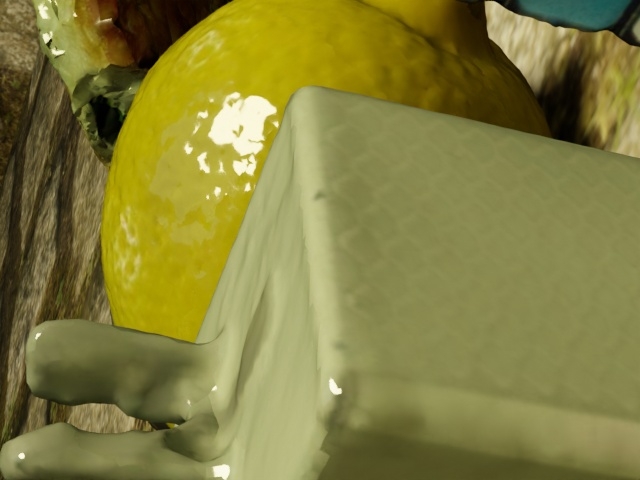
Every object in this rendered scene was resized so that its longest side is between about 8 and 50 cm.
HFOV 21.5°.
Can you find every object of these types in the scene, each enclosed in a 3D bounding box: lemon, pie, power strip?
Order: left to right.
[{"bbox_3d":[-0.130,-0.174,1.142,0.354,0.103,0.288,47,-158,-62],"label":"pie"},{"bbox_3d":[0.000,0.000,0.691,0.184,0.184,0.248,-126,51,-69],"label":"lemon"},{"bbox_3d":[0.025,0.051,0.488,0.139,0.224,0.140,-97,24,-49],"label":"power strip"}]

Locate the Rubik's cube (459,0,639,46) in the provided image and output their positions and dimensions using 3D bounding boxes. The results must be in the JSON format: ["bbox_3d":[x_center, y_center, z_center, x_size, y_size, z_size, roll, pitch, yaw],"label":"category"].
[{"bbox_3d":[0.109,-0.159,0.479,0.155,0.154,0.151,120,155,-49],"label":"Rubik's cube"}]

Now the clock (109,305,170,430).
[{"bbox_3d":[-0.031,0.018,0.838,0.040,0.184,0.184,4,80,33],"label":"clock"}]
